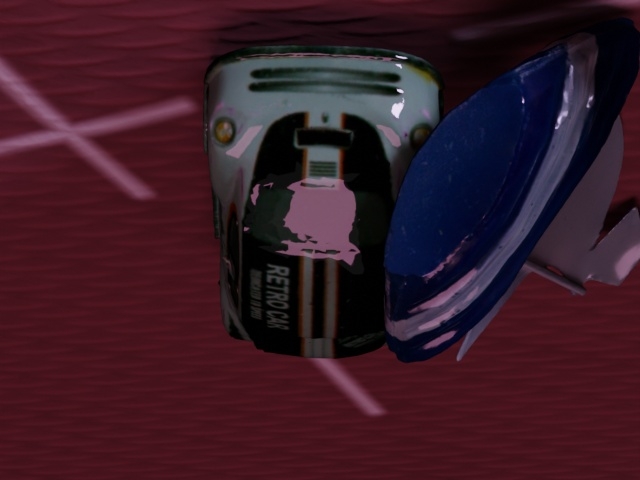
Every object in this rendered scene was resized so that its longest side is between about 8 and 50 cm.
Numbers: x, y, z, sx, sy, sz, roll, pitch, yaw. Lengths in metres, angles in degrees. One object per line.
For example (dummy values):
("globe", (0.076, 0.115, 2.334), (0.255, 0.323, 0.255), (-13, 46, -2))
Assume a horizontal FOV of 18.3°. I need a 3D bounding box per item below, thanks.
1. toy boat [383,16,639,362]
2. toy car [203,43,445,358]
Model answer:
("toy boat", (0.117, 0.001, 1.144), (0.070, 0.210, 0.291), (39, 165, 27))
("toy car", (0.000, 0.000, 1.186), (0.136, 0.125, 0.306), (2, 148, 0))
